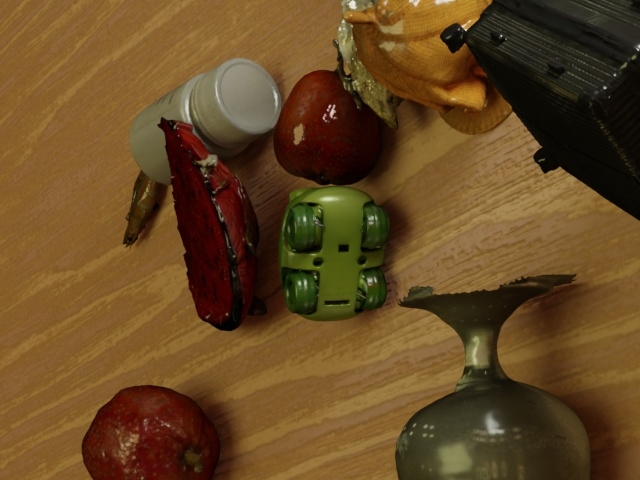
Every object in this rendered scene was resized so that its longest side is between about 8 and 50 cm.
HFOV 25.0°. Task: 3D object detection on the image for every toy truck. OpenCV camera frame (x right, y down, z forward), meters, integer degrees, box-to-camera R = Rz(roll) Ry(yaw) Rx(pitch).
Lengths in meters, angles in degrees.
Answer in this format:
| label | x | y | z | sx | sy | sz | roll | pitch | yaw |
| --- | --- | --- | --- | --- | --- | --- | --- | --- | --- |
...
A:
| label | x | y | z | sx | sy | sz | roll | pitch | yaw |
| --- | --- | --- | --- | --- | --- | --- | --- | --- | --- |
| toy truck | 0.004 | 0.018 | 2.010 | 0.210 | 0.148 | 0.187 | -178 | 85 | -72 |

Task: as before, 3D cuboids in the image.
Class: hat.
| label | x | y | z | sx | sy | sz | roll | pitch | yaw |
| --- | --- | --- | --- | --- | --- | --- | --- | --- | --- |
| hat | 0.125 | -0.270 | 1.801 | 0.244 | 0.233 | 0.233 | -44 | 55 | 42 |

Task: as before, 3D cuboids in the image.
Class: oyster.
| label | x | y | z | sx | sy | sz | roll | pitch | yaw |
| --- | --- | --- | --- | --- | --- | --- | --- | --- | --- |
| oyster | 0.074 | -0.262 | 1.948 | 0.072 | 0.133 | 0.209 | -20 | 43 | 34 |

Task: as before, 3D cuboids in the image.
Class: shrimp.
| label | x | y | z | sx | sy | sz | roll | pitch | yaw |
| --- | --- | --- | --- | --- | --- | --- | --- | --- | --- |
| shrimp | -0.319 | -0.065 | 2.499 | 0.095 | 0.045 | 0.162 | 51 | 127 | 42 |

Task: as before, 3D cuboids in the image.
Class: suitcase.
| label | x | y | z | sx | sy | sz | roll | pitch | yaw |
| --- | --- | --- | --- | --- | --- | --- | --- | --- | --- |
| suitcase | 0.297 | -0.145 | 1.485 | 0.152 | 0.229 | 0.335 | -42 | 27 | 1 |

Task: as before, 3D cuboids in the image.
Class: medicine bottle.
| label | x | y | z | sx | sy | sz | roll | pitch | yaw |
| --- | --- | --- | --- | --- | --- | --- | --- | --- | --- |
| medicine bottle | -0.182 | -0.184 | 2.258 | 0.252 | 0.144 | 0.144 | -24 | 68 | 52 |

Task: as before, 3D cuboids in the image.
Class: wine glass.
| label | x | y | z | sx | sy | sz | roll | pitch | yaw |
| --- | --- | --- | --- | --- | --- | --- | --- | --- | --- |
| wine glass | 0.199 | 0.210 | 1.669 | 0.238 | 0.238 | 0.323 | -12 | 80 | 51 |

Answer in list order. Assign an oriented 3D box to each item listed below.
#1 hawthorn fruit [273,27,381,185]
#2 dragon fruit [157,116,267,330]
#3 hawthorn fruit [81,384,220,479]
| label | x | y | z | sx | sy | sz | roll | pitch | yaw |
| --- | --- | --- | --- | --- | --- | --- | --- | --- | --- |
| hawthorn fruit | 0.017 | -0.180 | 2.006 | 0.162 | 0.162 | 0.203 | 4 | 76 | 52 |
| dragon fruit | -0.143 | 0.004 | 2.179 | 0.282 | 0.100 | 0.343 | -124 | 24 | -49 |
| hawthorn fruit | -0.251 | 0.331 | 2.258 | 0.253 | 0.205 | 0.205 | 8 | 92 | 45 |
